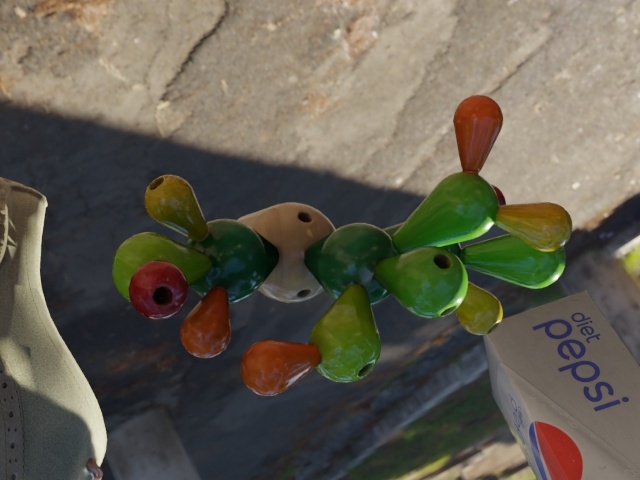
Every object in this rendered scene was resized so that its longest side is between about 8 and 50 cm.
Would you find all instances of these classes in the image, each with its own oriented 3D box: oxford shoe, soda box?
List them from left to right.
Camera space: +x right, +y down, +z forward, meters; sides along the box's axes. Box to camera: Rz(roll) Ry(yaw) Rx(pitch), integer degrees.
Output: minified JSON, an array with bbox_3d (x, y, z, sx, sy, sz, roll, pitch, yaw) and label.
[{"bbox_3d":[-0.158,0.135,0.459,0.147,0.397,0.140,0,159,-38],"label":"oxford shoe"},{"bbox_3d":[0.218,0.171,0.723,0.098,0.286,0.091,-18,131,-3],"label":"soda box"}]

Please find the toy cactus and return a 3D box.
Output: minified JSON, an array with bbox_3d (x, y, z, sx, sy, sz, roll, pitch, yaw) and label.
[{"bbox_3d":[0.000,0.000,0.449,0.219,0.112,0.180,-13,-170,-27],"label":"toy cactus"}]
